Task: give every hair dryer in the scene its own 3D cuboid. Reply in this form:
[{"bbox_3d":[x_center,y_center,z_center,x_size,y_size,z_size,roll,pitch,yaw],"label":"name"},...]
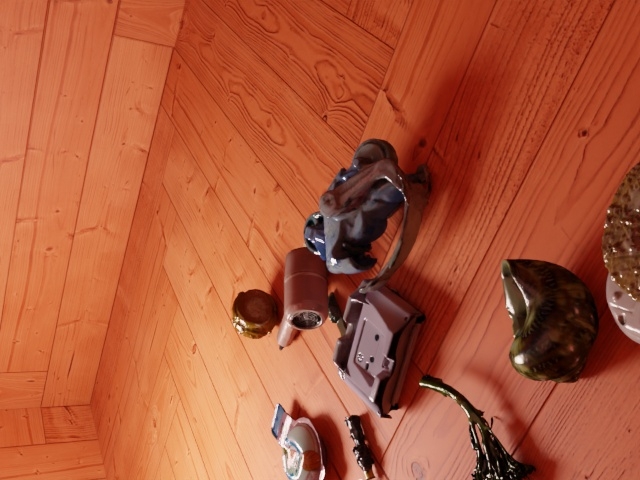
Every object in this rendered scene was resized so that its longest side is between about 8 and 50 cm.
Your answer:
[{"bbox_3d":[-0.061,0.194,1.722,0.344,0.106,0.189,109,164,-47],"label":"hair dryer"}]

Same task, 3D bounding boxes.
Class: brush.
[{"bbox_3d":[0.045,0.204,1.611,0.034,0.027,0.190,-59,41,40],"label":"brush"}]

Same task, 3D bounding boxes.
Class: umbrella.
[{"bbox_3d":[0.087,0.451,1.500,0.037,0.040,0.144,-45,51,36],"label":"umbrella"}]

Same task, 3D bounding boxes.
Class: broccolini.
[{"bbox_3d":[0.254,0.349,1.211,0.123,0.062,0.271,-57,44,15],"label":"broccolini"}]

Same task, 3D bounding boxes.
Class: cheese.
[{"bbox_3d":[-0.057,0.513,1.700,0.286,0.074,0.189,38,117,56],"label":"cheese"}]

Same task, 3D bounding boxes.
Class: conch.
[{"bbox_3d":[0.343,0.125,1.041,0.187,0.124,0.181,-105,16,-74],"label":"conch"}]

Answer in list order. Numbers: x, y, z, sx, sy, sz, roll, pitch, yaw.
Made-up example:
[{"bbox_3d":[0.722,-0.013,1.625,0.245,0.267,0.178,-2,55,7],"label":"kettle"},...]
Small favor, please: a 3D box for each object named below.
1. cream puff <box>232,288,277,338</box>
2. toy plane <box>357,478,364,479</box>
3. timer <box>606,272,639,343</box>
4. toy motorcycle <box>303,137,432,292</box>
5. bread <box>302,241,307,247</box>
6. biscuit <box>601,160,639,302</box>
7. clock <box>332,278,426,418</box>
[{"bbox_3d":[-0.184,0.209,1.901,0.103,0.126,0.144,105,160,-48],"label":"cream puff"},{"bbox_3d":[0.082,0.611,1.483,0.078,0.053,0.197,8,95,51],"label":"toy plane"},{"bbox_3d":[0.470,0.019,0.830,0.237,0.087,0.262,26,99,65],"label":"timer"},{"bbox_3d":[0.080,-0.043,1.405,0.319,0.182,0.241,-55,28,31],"label":"toy motorcycle"},{"bbox_3d":[0.000,0.000,1.709,0.154,0.028,0.068,-58,41,37],"label":"bread"},{"bbox_3d":[0.423,-0.021,0.812,0.220,0.033,0.220,-44,38,51],"label":"biscuit"},{"bbox_3d":[0.117,0.220,1.435,0.186,0.083,0.253,35,116,54],"label":"clock"}]
